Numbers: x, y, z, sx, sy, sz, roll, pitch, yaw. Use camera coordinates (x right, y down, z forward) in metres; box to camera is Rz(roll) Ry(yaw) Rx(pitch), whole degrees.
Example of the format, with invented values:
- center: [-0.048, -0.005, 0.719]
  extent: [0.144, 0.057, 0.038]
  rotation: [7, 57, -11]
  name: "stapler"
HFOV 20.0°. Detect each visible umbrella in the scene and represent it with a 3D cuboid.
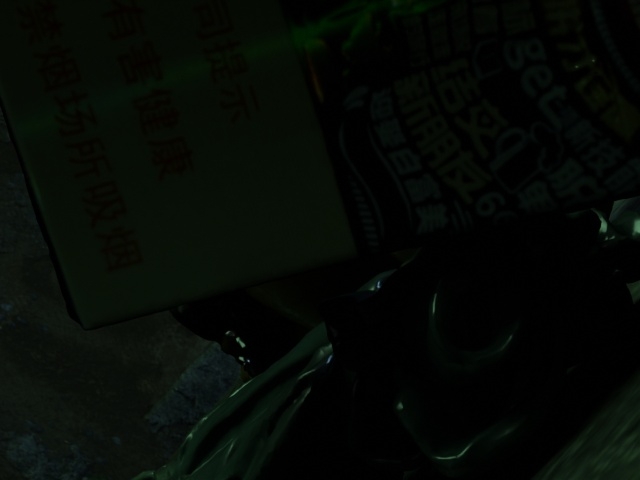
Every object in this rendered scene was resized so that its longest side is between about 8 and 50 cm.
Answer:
- center: [0.006, 0.084, 0.790]
  extent: [0.143, 0.094, 0.349]
  rotation: [-22, -11, -43]
  name: "umbrella"

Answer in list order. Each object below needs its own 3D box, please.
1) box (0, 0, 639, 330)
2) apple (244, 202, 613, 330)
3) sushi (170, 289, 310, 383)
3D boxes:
- center: [0.031, -0.101, 0.642]
  extent: [0.310, 0.198, 0.084]
  rotation: [-14, 11, 17]
  name: "box"
- center: [0.045, -0.041, 0.914]
  extent: [0.211, 0.211, 0.188]
  rotation: [-45, 14, 55]
  name: "apple"
- center: [0.005, 0.005, 1.150]
  extent: [0.204, 0.200, 0.213]
  rotation: [-47, -22, 3]
  name: "sushi"
